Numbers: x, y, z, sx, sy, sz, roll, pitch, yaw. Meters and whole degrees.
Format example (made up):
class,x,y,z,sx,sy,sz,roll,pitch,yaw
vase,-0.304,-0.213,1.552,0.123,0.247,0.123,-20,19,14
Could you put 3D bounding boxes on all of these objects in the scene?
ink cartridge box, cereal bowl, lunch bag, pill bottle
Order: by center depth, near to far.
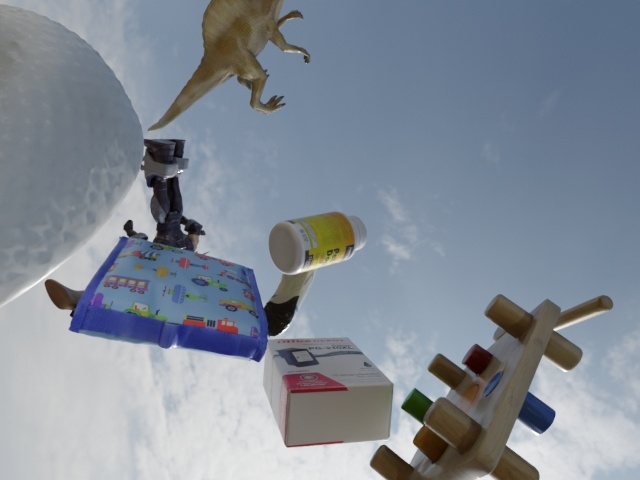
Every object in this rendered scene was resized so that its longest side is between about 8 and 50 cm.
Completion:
class,x,y,z,sx,sy,sz,roll,pitch,yaw
cereal bowl,-0.317,-0.080,0.345,0.339,0.339,0.141,42,-26,37
lunch bag,-0.197,0.091,0.675,0.293,0.221,0.138,-166,-88,-75
ink cartridge box,0.001,0.252,0.854,0.237,0.172,0.100,-155,-112,-74
pill bottle,0.000,0.000,1.083,0.117,0.215,0.117,18,-66,47

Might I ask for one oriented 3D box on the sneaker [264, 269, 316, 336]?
class,x,y,z,sx,sy,sz,roll,pitch,yaw
sneaker,-0.069,0.127,1.180,0.085,0.086,0.237,27,-86,20

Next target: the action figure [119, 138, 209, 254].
class,x,y,z,sx,sy,sz,roll,pitch,yaw
action figure,-0.293,-0.050,0.933,0.099,0.185,0.284,5,-79,19

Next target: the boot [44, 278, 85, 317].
class,x,y,z,sx,sy,sz,roll,pitch,yaw
boot,-0.494,0.116,0.999,0.042,0.087,0.118,-40,-92,19

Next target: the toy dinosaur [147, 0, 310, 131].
class,x,y,z,sx,sy,sz,roll,pitch,yaw
toy dinosaur,-0.065,-0.147,0.388,0.053,0.093,0.183,37,-93,34

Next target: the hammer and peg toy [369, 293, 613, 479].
class,x,y,z,sx,sy,sz,roll,pitch,yaw
hammer and peg toy,0.226,0.185,0.661,0.127,0.361,0.265,37,-38,12
